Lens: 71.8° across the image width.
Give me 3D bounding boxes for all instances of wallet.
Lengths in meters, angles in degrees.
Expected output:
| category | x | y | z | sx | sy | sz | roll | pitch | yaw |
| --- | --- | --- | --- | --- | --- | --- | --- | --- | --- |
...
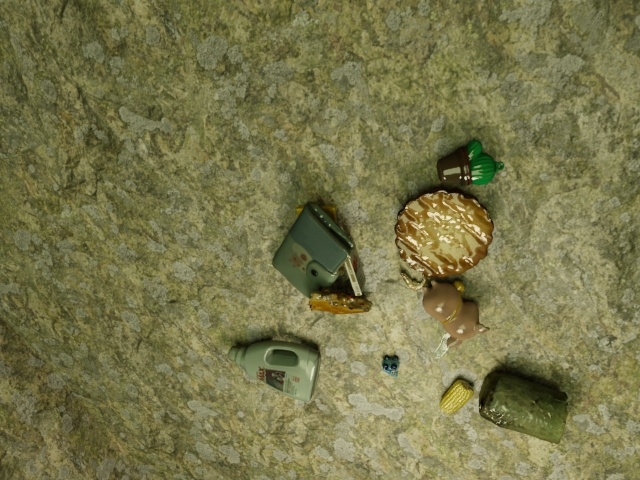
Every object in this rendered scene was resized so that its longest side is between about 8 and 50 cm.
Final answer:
| category | x | y | z | sx | sy | sz | roll | pitch | yaw |
| --- | --- | --- | --- | --- | --- | --- | --- | --- | --- |
| wallet | -0.035 | 0.058 | 1.603 | 0.252 | 0.083 | 0.360 | 46 | 136 | 12 |

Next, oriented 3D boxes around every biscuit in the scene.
| category | x | y | z | sx | sy | sz | roll | pitch | yaw |
| --- | --- | --- | --- | --- | --- | --- | --- | --- | --- |
| biscuit | 0.408 | -0.031 | 1.488 | 0.326 | 0.107 | 0.325 | 6 | 118 | 11 |

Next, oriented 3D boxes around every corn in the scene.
| category | x | y | z | sx | sy | sz | roll | pitch | yaw |
| --- | --- | --- | --- | --- | --- | --- | --- | --- | --- |
| corn | 0.541 | 0.630 | 1.771 | 0.085 | 0.063 | 0.165 | 25 | 120 | -7 |

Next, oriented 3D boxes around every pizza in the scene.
| category | x | y | z | sx | sy | sz | roll | pitch | yaw |
| --- | --- | --- | --- | --- | --- | --- | --- | --- | --- |
| pizza | 0.046 | 0.226 | 1.639 | 0.189 | 0.297 | 0.071 | -15 | 67 | 44 |

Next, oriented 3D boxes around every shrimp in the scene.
| category | x | y | z | sx | sy | sz | roll | pitch | yaw |
| --- | --- | --- | --- | --- | --- | --- | --- | --- | --- |
| shrimp | 0.342 | 0.134 | 1.627 | 0.114 | 0.023 | 0.083 | 44 | 115 | -12 |

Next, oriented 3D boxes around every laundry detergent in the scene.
| category | x | y | z | sx | sy | sz | roll | pitch | yaw |
| --- | --- | --- | --- | --- | --- | --- | --- | --- | --- |
| laundry detergent | -0.205 | 0.528 | 1.913 | 0.398 | 0.124 | 0.263 | 15 | 118 | 12 |

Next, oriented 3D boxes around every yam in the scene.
| category | x | y | z | sx | sy | sz | roll | pitch | yaw |
| --- | --- | --- | --- | --- | --- | --- | --- | --- | --- |
| yam | 0.745 | 0.610 | 1.634 | 0.300 | 0.195 | 0.195 | 15 | 117 | 7 |

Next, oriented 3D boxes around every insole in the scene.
| category | x | y | z | sx | sy | sz | roll | pitch | yaw |
| --- | --- | --- | --- | --- | --- | --- | --- | --- | --- |
| insole | 0.484 | 0.406 | 1.720 | 0.053 | 0.002 | 0.152 | 28 | 118 | 2 |

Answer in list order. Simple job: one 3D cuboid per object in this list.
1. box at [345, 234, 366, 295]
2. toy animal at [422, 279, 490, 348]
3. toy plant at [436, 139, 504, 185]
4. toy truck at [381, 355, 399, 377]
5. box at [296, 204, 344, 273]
| category | x | y | z | sx | sy | sz | roll | pitch | yaw |
| --- | --- | --- | --- | --- | --- | --- | --- | --- | --- |
| box | 0.122 | 0.092 | 1.622 | 0.029 | 0.109 | 0.198 | -12 | 110 | 21 |
| toy animal | 0.466 | 0.243 | 1.579 | 0.248 | 0.149 | 0.165 | 49 | 133 | 4 |
| toy plant | 0.469 | -0.238 | 1.381 | 0.201 | 0.105 | 0.142 | -11 | 96 | 2 |
| toy truck | 0.290 | 0.519 | 1.804 | 0.073 | 0.056 | 0.090 | -3 | 126 | 22 |
| box | 0.000 | 0.000 | 1.653 | 0.153 | 0.043 | 0.269 | 0 | 113 | 20 |
